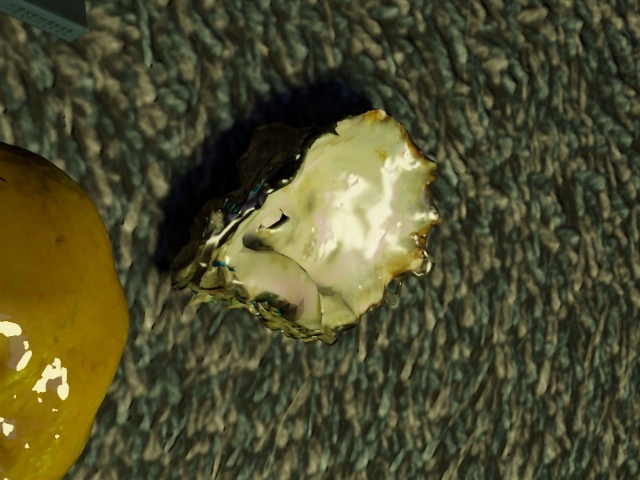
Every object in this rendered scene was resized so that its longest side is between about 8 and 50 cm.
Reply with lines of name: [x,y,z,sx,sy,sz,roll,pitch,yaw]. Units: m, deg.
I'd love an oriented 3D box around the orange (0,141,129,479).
orange: [-0.257,0.060,1.203,0.279,0.235,0.279,-10,109,-30]

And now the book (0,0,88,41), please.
book: [-0.249,-0.248,1.151,0.269,0.025,0.190,21,53,-51]

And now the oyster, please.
oyster: [-0.005,-0.003,1.504,0.260,0.092,0.198,-30,123,-41]
